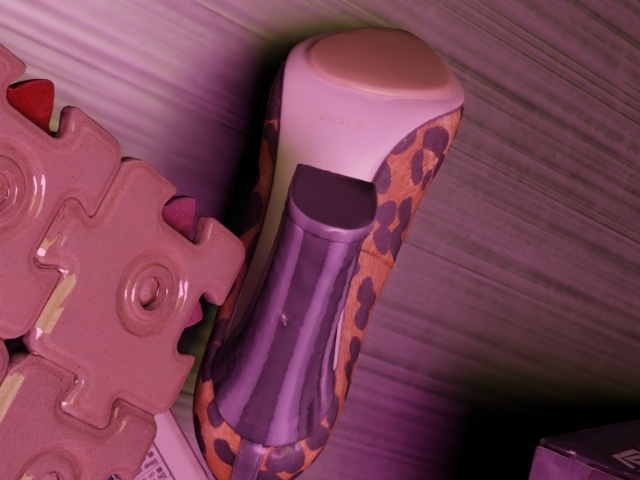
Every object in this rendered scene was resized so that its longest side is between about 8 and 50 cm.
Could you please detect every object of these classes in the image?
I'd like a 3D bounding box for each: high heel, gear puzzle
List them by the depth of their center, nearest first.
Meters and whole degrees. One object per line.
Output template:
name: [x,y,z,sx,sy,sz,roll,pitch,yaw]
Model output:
gear puzzle: [-0.160,-0.003,0.279,0.339,0.044,0.175,42,68,-48]
high heel: [0.000,0.000,0.516,0.093,0.261,0.186,20,124,2]

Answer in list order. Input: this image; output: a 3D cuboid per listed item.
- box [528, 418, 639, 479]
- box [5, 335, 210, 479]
box: [0.224,0.276,0.642,0.395,0.097,0.318,6,100,-52]
box: [-0.159,0.079,0.445,0.148,0.127,0.232,-33,115,-21]
